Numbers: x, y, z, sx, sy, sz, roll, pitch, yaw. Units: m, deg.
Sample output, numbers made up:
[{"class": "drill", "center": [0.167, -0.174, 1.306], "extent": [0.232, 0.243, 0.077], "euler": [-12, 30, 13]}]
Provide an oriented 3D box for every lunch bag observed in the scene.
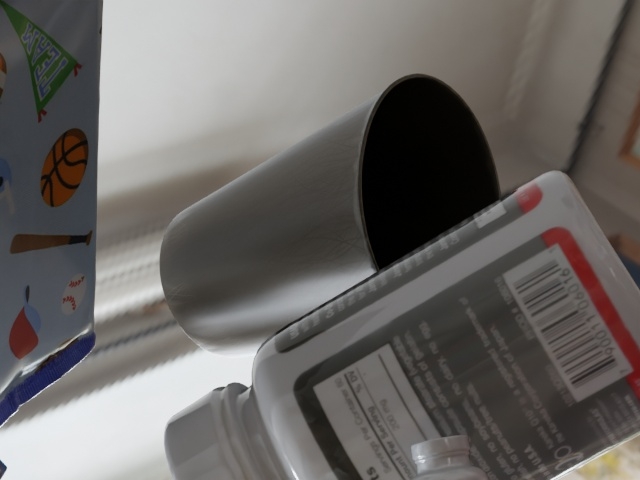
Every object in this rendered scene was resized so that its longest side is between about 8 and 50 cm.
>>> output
[{"class": "lunch bag", "center": [-0.353, -0.070, 0.979], "extent": [0.239, 0.385, 0.328], "euler": [-42, -34, -54]}]

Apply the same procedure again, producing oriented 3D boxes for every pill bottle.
[{"class": "pill bottle", "center": [0.068, 0.143, 0.787], "extent": [0.043, 0.083, 0.043], "euler": [-10, -14, -2]}, {"class": "pill bottle", "center": [0.061, 0.095, 0.918], "extent": [0.283, 0.161, 0.161], "euler": [-31, -32, 8]}]

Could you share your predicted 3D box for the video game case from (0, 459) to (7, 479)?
[{"class": "video game case", "center": [-0.325, 0.201, 1.209], "extent": [0.119, 0.015, 0.166], "euler": [52, -140, -23]}]

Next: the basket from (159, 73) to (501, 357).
[{"class": "basket", "center": [0.000, 0.000, 1.157], "extent": [0.154, 0.227, 0.204], "euler": [40, -132, -31]}]
